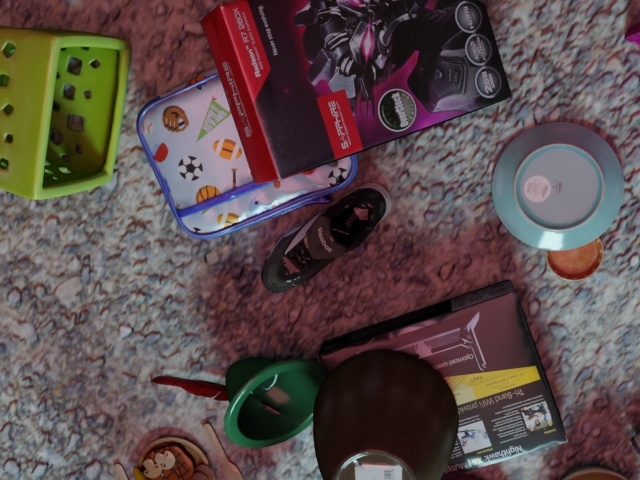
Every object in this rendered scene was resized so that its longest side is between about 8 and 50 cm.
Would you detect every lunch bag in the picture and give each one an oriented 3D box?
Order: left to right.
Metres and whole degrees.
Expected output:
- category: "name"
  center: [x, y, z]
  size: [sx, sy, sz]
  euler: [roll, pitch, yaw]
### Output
- category: "lunch bag"
  center: [-0.092, -0.141, 1.316]
  size: [0.304, 0.115, 0.243]
  euler: [-20, 100, 11]

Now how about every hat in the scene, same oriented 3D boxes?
- category: "hat"
  center: [-0.116, 0.205, 1.426]
  size: [0.209, 0.183, 0.172]
  euler: [2, 119, -37]

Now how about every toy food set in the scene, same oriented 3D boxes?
- category: "toy food set"
  center: [-0.236, 0.382, 1.466]
  size: [0.192, 0.038, 0.132]
  euler: [-27, 96, 11]

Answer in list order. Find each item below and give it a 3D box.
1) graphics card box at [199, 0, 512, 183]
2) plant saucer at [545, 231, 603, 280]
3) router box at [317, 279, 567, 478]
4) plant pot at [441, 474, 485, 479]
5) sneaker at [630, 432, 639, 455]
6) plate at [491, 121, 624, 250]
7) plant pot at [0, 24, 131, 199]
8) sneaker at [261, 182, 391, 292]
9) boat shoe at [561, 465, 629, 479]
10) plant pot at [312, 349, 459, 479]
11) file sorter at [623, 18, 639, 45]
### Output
- category: "graphics card box"
  center: [0.055, -0.240, 1.207]
  size: [0.371, 0.094, 0.232]
  euler: [-21, 97, -20]
- category: "plant saucer"
  center: [0.373, 0.018, 1.338]
  size: [0.084, 0.013, 0.083]
  euler: [1, 101, 7]
- category: "router box"
  center: [0.182, 0.224, 1.365]
  size: [0.309, 0.081, 0.242]
  euler: [-19, 97, 10]
- category: "plant pot"
  center: [0.210, 0.479, 1.359]
  size: [0.202, 0.180, 0.201]
  euler: [1, 100, 6]
- category: "sneaker"
  center: [0.619, 0.349, 1.320]
  size: [0.319, 0.112, 0.131]
  euler: [35, 105, -2]
- category: "plate"
  center: [0.343, -0.077, 1.310]
  size: [0.188, 0.024, 0.188]
  euler: [1, 96, 8]
- category: "plant pot"
  center: [-0.423, -0.197, 1.293]
  size: [0.207, 0.227, 0.228]
  euler: [13, 103, 11]
- category: "sneaker"
  center: [0.000, 0.000, 1.332]
  size: [0.234, 0.106, 0.078]
  euler: [-37, 93, 12]
- category: "boat shoe"
  center: [0.372, 0.591, 1.375]
  size: [0.187, 0.156, 0.499]
  euler: [14, 103, 2]
- category: "plant pot"
  center: [0.082, 0.285, 1.228]
  size: [0.216, 0.230, 0.215]
  euler: [1, 100, 7]
- category: "file sorter"
  center: [0.583, -0.300, 1.161]
  size: [0.291, 0.202, 0.182]
  euler: [21, 99, 3]
